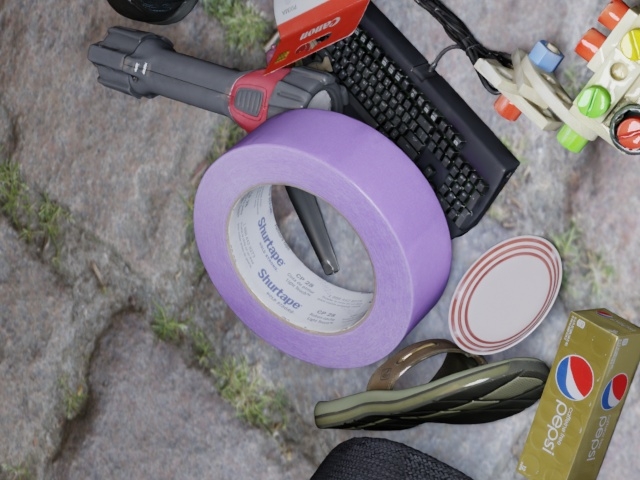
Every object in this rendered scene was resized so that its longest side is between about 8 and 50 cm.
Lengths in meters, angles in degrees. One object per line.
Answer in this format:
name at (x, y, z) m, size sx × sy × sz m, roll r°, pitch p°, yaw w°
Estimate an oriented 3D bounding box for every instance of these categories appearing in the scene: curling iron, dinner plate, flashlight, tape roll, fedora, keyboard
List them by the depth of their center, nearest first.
dinner plate at (0.191, 0.058, 1.779) m, size 0.141 × 0.017 × 0.141 m, roll -28°, pitch 41°, yaw 27°
fedora at (0.081, 0.299, 1.804) m, size 0.334 × 0.334 × 0.152 m, roll 11°, pitch 69°, yaw 43°
tape roll at (0.000, 0.000, 1.864) m, size 0.275 × 0.090 × 0.274 m, roll 20°, pitch 131°, yaw 25°
keyboard at (0.104, -0.169, 1.879) m, size 0.317 × 0.033 × 0.201 m, roll 50°, pitch 123°, yaw 29°
flashlight at (-0.115, -0.175, 1.983) m, size 0.304 × 0.103 × 0.103 m, roll 20°, pitch 143°, yaw 33°
curling iron at (-0.039, -0.082, 2.018) m, size 0.274 × 0.035 × 0.068 m, roll 62°, pitch 151°, yaw 16°

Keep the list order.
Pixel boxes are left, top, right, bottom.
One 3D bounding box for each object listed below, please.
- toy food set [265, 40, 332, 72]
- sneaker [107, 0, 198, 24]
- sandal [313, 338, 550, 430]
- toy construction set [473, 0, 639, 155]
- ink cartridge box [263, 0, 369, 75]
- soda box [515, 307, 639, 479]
toy food set at (-0.035, -0.197, 1.994) m, size 0.122 × 0.019 × 0.078 m, roll -42°, pitch 67°, yaw 51°
sneaker at (-0.187, -0.332, 2.047) m, size 0.341 × 0.140 × 0.125 m, roll -7°, pitch 85°, yaw 58°
sandal at (0.105, 0.149, 1.840) m, size 0.303 × 0.120 × 0.086 m, roll -13°, pitch 69°, yaw 43°
toy construction set at (0.272, -0.208, 1.634) m, size 0.215 × 0.151 × 0.327 m, roll 39°, pitch 128°, yaw 8°
ink cartridge box at (0.000, -0.274, 1.894) m, size 0.145 × 0.045 × 0.179 m, roll -20°, pitch 35°, yaw 42°
soda box at (0.259, 0.161, 1.727) m, size 0.061 × 0.058 × 0.181 m, roll 30°, pitch 113°, yaw 38°
